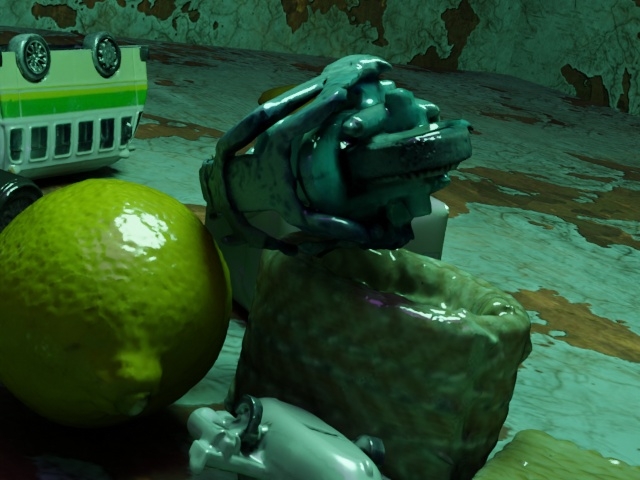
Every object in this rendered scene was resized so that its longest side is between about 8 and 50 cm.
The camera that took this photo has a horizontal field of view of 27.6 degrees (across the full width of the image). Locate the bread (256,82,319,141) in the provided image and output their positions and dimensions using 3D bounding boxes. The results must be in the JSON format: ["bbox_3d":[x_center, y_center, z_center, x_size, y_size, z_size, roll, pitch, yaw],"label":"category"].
[{"bbox_3d":[0.036,-0.145,1.865,0.269,0.148,0.270,9,14,-2],"label":"bread"}]

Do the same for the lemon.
[{"bbox_3d":[-0.157,0.046,0.955,0.186,0.187,0.244,6,22,-14],"label":"lemon"}]

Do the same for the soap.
[{"bbox_3d":[0.000,0.000,1.314,0.199,0.139,0.182,1,16,-28],"label":"soap"}]

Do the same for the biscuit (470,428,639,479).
[{"bbox_3d":[0.253,0.213,0.862,0.324,0.044,0.217,16,15,20],"label":"biscuit"}]

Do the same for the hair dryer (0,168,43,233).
[{"bbox_3d":[-0.403,-0.026,1.188,0.197,0.089,0.251,18,20,24],"label":"hair dryer"}]

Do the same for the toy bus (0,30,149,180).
[{"bbox_3d":[-0.349,-0.169,1.643,0.143,0.179,0.305,0,9,28],"label":"toy bus"}]

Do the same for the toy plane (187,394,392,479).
[{"bbox_3d":[-0.009,0.156,0.841,0.174,0.080,0.174,25,6,-3],"label":"toy plane"}]

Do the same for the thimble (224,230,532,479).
[{"bbox_3d":[0.046,0.089,1.008,0.229,0.148,0.196,22,16,34],"label":"thimble"}]

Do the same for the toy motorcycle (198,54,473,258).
[{"bbox_3d":[0.008,-0.060,1.005,0.206,0.154,0.260,-13,6,-2],"label":"toy motorcycle"}]
